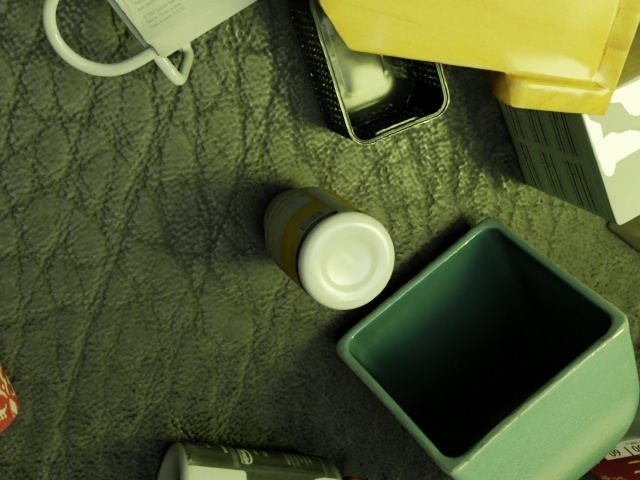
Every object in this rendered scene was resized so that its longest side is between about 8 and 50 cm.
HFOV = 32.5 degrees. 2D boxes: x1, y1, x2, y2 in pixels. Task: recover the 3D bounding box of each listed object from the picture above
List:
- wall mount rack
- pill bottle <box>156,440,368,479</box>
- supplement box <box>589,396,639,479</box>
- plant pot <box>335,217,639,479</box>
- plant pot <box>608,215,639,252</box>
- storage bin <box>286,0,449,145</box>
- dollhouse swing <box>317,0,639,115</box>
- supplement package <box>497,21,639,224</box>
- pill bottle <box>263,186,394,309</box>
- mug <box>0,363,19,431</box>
[{"bbox_3d":[-0.135,-0.322,1.032,0.350,0.130,0.304,-27,119,18],"label":"wall mount rack"},{"bbox_3d":[-0.059,0.307,1.265,0.246,0.130,0.130,10,101,-21],"label":"pill bottle"},{"bbox_3d":[0.447,0.297,1.436,0.239,0.130,0.073,38,51,-24],"label":"supplement box"},{"bbox_3d":[0.217,0.177,1.276,0.247,0.248,0.252,-40,131,-5],"label":"plant pot"},{"bbox_3d":[0.449,-0.022,1.372,0.109,0.096,0.109,34,93,-24],"label":"plant pot"},{"bbox_3d":[0.051,-0.207,1.188,0.122,0.084,0.180,-23,110,-12],"label":"storage bin"},{"bbox_3d":[0.169,-0.336,1.048,0.305,0.315,0.347,11,116,-2],"label":"dollhouse swing"},{"bbox_3d":[0.338,-0.144,1.241,0.194,0.203,0.149,-27,112,-10],"label":"supplement package"},{"bbox_3d":[0.000,0.000,1.171,0.103,0.184,0.103,-5,106,-18],"label":"pill bottle"},{"bbox_3d":[-0.398,0.120,1.126,0.113,0.150,0.169,-47,125,-42],"label":"mug"}]
